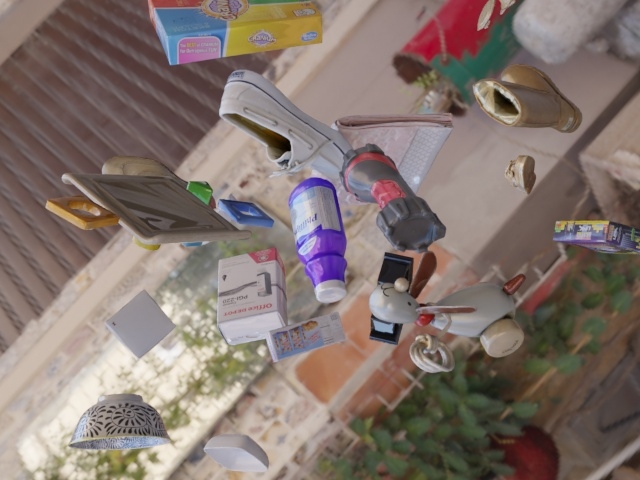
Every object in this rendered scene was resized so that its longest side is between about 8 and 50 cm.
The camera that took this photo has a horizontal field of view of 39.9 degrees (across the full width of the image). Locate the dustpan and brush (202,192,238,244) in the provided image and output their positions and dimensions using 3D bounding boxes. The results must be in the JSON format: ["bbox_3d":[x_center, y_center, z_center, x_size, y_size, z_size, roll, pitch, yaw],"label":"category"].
[{"bbox_3d":[-0.239,-0.069,2.142,0.060,0.147,0.211,40,159,-16],"label":"dustpan and brush"}]

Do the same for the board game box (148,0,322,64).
[{"bbox_3d":[-0.182,-0.464,1.837,0.242,0.317,0.064,-119,22,-50],"label":"board game box"}]

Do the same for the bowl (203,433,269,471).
[{"bbox_3d":[-0.209,0.541,2.263,0.142,0.053,0.142,-7,138,31],"label":"bowl"}]

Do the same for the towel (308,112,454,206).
[{"bbox_3d":[0.135,-0.188,2.171,0.331,0.317,0.053,115,144,-53],"label":"towel"}]

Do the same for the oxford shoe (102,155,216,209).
[{"bbox_3d":[-0.439,-0.144,2.283,0.348,0.122,0.130,20,-174,21],"label":"oxford shoe"}]

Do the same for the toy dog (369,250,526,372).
[{"bbox_3d":[0.272,0.113,1.700,0.334,0.161,0.220,-4,-139,-46],"label":"toy dog"}]

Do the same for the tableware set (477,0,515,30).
[{"bbox_3d":[0.340,-0.473,1.637,0.020,0.168,0.141,21,166,-11],"label":"tableware set"}]

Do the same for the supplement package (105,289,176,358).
[{"bbox_3d":[-0.380,0.182,1.865,0.105,0.105,0.179,49,166,-1],"label":"supplement package"}]

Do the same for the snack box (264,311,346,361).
[{"bbox_3d":[-0.029,0.198,1.826,0.022,0.178,0.064,-21,83,55],"label":"snack box"}]

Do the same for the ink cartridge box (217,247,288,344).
[{"bbox_3d":[-0.168,0.136,2.177,0.092,0.159,0.217,69,-169,-46],"label":"ink cartridge box"}]

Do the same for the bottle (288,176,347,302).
[{"bbox_3d":[0.000,0.000,1.939,0.092,0.118,0.282,14,-129,-35],"label":"bottle"}]

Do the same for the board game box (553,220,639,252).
[{"bbox_3d":[0.603,-0.006,1.866,0.141,0.048,0.170,11,177,-22],"label":"board game box"}]

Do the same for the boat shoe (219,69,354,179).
[{"bbox_3d":[-0.070,-0.198,1.880,0.136,0.156,0.367,-8,145,45],"label":"boat shoe"}]

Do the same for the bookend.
[{"bbox_3d":[0.168,0.138,2.100,0.072,0.156,0.157,12,144,12],"label":"bookend"}]

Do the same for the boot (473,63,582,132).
[{"bbox_3d":[0.408,-0.312,1.857,0.270,0.089,0.236,-2,-144,-46],"label":"boot"}]

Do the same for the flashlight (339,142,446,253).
[{"bbox_3d":[0.107,-0.072,1.476,0.103,0.103,0.304,43,-169,-23],"label":"flashlight"}]

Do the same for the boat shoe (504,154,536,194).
[{"bbox_3d":[0.422,-0.143,1.885,0.059,0.063,0.170,22,171,20],"label":"boat shoe"}]

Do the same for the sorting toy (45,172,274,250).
[{"bbox_3d":[-0.216,-0.033,1.151,0.196,0.047,0.348,32,-160,31],"label":"sorting toy"}]

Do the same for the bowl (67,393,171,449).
[{"bbox_3d":[-0.338,0.303,1.487,0.170,0.170,0.080,54,-151,-67],"label":"bowl"}]
